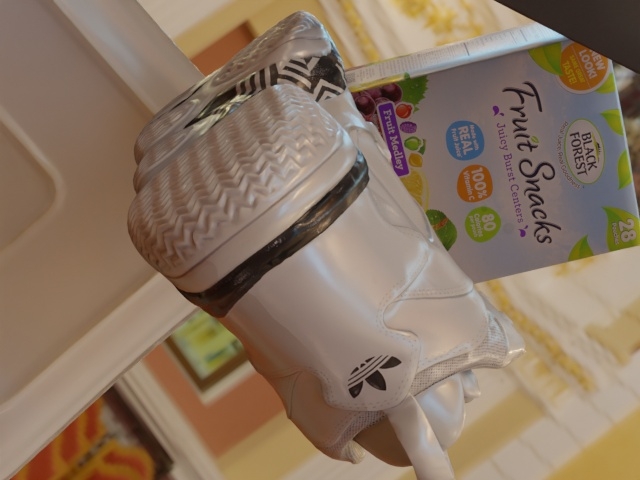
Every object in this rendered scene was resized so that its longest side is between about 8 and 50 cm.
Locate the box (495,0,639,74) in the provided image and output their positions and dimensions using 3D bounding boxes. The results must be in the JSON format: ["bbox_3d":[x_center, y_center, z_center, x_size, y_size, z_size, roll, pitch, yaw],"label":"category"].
[{"bbox_3d":[0.124,-0.213,0.832,0.261,0.103,0.184,20,29,-29],"label":"box"}]

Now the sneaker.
[{"bbox_3d":[0.000,0.000,0.812,0.210,0.137,0.366,53,9,-16],"label":"sneaker"}]

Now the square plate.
[{"bbox_3d":[-0.240,-0.038,0.984,0.347,0.344,0.049,49,5,-8],"label":"square plate"}]

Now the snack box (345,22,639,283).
[{"bbox_3d":[0.122,-0.061,1.048,0.070,0.207,0.174,-94,168,-67],"label":"snack box"}]
